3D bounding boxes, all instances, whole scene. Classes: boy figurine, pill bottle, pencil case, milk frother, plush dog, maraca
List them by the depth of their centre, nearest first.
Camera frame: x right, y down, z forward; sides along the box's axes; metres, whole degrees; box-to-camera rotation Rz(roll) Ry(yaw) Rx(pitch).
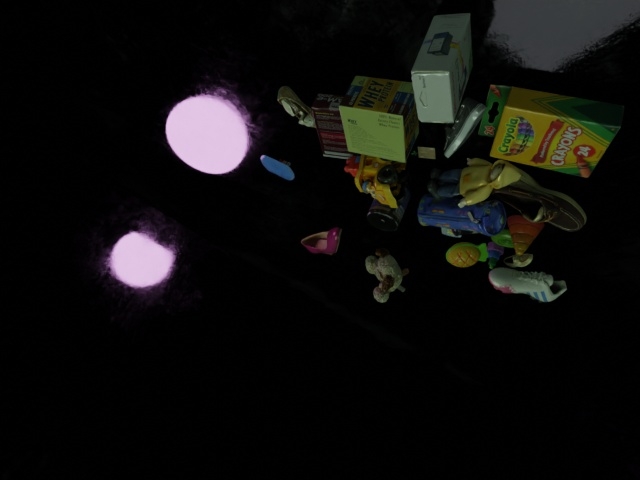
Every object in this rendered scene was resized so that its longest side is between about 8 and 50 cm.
[{"bbox_3d":[0.480,-0.186,1.381,0.092,0.177,0.285,31,162,-34],"label":"boy figurine"},{"bbox_3d":[0.467,-0.090,1.485,0.133,0.119,0.306,-11,-164,-35],"label":"pencil case"},{"bbox_3d":[0.550,-0.100,1.605,0.135,0.129,0.143,-7,124,-10],"label":"milk frother"},{"bbox_3d":[0.263,-0.153,1.611,0.123,0.219,0.122,22,155,10],"label":"pill bottle"},{"bbox_3d":[0.625,0.058,1.846,0.186,0.099,0.127,-8,135,13],"label":"maraca"},{"bbox_3d":[0.344,0.160,2.220,0.211,0.262,0.225,-15,157,6],"label":"plush dog"}]

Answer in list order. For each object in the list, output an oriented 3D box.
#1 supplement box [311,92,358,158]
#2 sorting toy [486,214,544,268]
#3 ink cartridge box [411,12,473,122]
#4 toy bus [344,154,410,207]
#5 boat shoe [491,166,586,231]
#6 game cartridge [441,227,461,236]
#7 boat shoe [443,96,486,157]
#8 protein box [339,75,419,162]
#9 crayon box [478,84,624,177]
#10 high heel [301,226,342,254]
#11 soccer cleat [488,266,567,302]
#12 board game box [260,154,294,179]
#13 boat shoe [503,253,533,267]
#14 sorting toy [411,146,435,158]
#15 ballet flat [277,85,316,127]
[{"bbox_3d":[0.059,-0.386,1.505,0.131,0.073,0.239,11,153,16],"label":"supplement box"},{"bbox_3d":[0.693,0.029,1.618,0.127,0.126,0.365,17,163,6],"label":"sorting toy"},{"bbox_3d":[0.298,-0.413,1.058,0.093,0.212,0.154,12,152,28],"label":"ink cartridge box"},{"bbox_3d":[0.184,-0.227,1.496,0.212,0.220,0.149,1,153,23],"label":"toy bus"},{"bbox_3d":[0.695,-0.105,1.407,0.342,0.123,0.123,31,156,-11],"label":"boat shoe"},{"bbox_3d":[0.546,-0.037,1.824,0.083,0.017,0.056,13,157,26],"label":"game cartridge"},{"bbox_3d":[0.406,-0.334,1.294,0.076,0.080,0.228,44,163,12],"label":"boat shoe"},{"bbox_3d":[0.186,-0.371,1.345,0.200,0.135,0.201,16,155,22],"label":"protein box"},{"bbox_3d":[0.593,-0.293,1.179,0.319,0.081,0.202,18,155,19],"label":"crayon box"},{"bbox_3d":[0.000,0.000,2.277,0.182,0.127,0.377,16,160,-4],"label":"high heel"},{"bbox_3d":[0.853,0.163,1.798,0.332,0.115,0.143,16,144,-17],"label":"soccer cleat"},{"bbox_3d":[-0.180,-0.328,1.919,0.169,0.033,0.133,27,162,10],"label":"board game box"},{"bbox_3d":[0.798,0.079,1.772,0.045,0.050,0.135,24,157,-11],"label":"boat shoe"},{"bbox_3d":[0.347,-0.300,1.484,0.084,0.012,0.062,11,157,23],"label":"sorting toy"},{"bbox_3d":[-0.073,-0.446,1.528,0.206,0.067,0.073,36,150,-24],"label":"ballet flat"}]
